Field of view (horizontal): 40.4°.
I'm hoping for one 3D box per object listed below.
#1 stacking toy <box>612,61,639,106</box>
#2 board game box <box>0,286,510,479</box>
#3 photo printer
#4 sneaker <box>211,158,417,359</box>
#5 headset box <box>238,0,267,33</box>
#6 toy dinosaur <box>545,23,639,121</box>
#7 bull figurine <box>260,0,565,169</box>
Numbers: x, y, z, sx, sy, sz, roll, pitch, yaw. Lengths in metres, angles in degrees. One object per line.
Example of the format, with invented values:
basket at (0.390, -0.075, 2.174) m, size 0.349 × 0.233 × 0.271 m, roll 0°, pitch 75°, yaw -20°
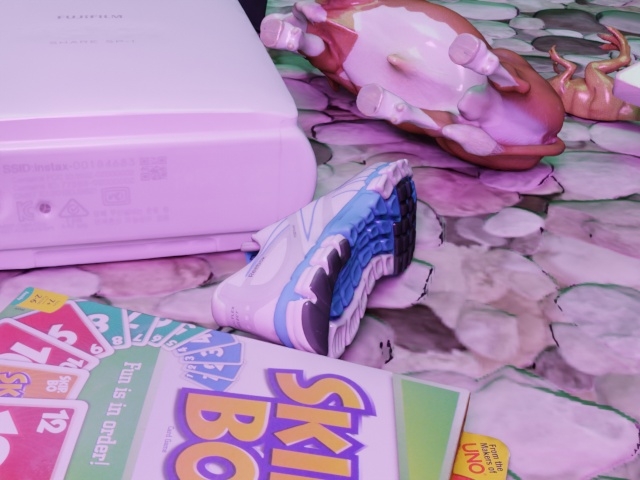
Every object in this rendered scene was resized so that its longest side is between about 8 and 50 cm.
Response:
stacking toy at (0.409, -0.112, 0.708) m, size 0.279 × 0.130 × 0.309 m, roll -42°, pitch 61°, yaw -15°
board game box at (-0.049, 0.090, 0.385) m, size 0.259 × 0.039 × 0.124 m, roll 14°, pitch 33°, yaw 11°
photo printer at (-0.158, -0.104, 0.623) m, size 0.256 × 0.107 × 0.307 m, roll -4°, pitch 32°, yaw -13°
sneaker at (0.000, 0.000, 0.510) m, size 0.082 × 0.071 × 0.190 m, roll 2°, pitch 23°, yaw 26°
headset box at (-0.195, -0.303, 0.848) m, size 0.283 × 0.131 × 0.246 m, roll 13°, pitch 6°, yaw 15°
toy dinosaur at (0.260, -0.127, 0.773) m, size 0.211 × 0.064 × 0.112 m, roll 21°, pitch 61°, yaw 29°
bull figurine at (0.050, -0.150, 0.691) m, size 0.310 × 0.101 × 0.188 m, roll 31°, pitch 15°, yaw 30°
